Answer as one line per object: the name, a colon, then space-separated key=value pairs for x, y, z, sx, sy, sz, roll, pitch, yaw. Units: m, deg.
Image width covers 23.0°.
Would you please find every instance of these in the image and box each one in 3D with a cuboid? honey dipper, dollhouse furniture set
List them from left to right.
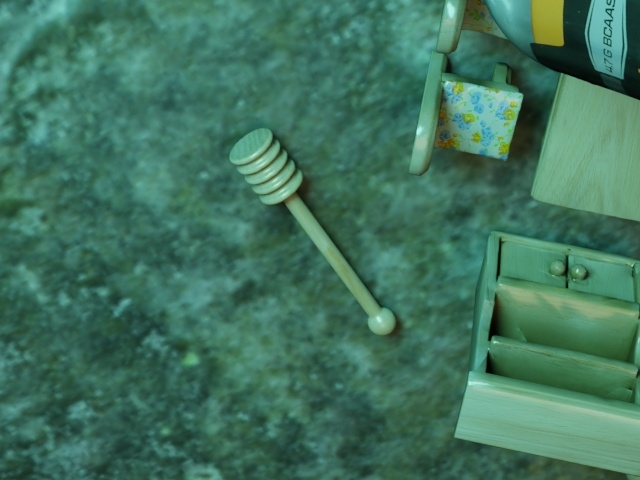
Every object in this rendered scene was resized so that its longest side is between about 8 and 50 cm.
honey dipper: x=0.000 y=0.000 z=0.952 sx=0.030 sy=0.030 sz=0.160 roll=-30 pitch=120 yaw=10
dollhouse furniture set: x=0.153 y=-0.021 z=0.855 sx=0.212 sy=0.161 sz=0.242 roll=11 pitch=122 yaw=2

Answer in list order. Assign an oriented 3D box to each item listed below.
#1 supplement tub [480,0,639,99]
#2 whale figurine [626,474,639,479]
supplement tub: x=0.206 y=-0.140 z=0.685 sx=0.316 sy=0.193 sz=0.193 roll=24 pitch=119 yaw=24
whale figurine: x=0.295 y=0.125 z=1.003 sx=0.216 sy=0.141 sz=0.272 roll=-9 pitch=93 yaw=-1
